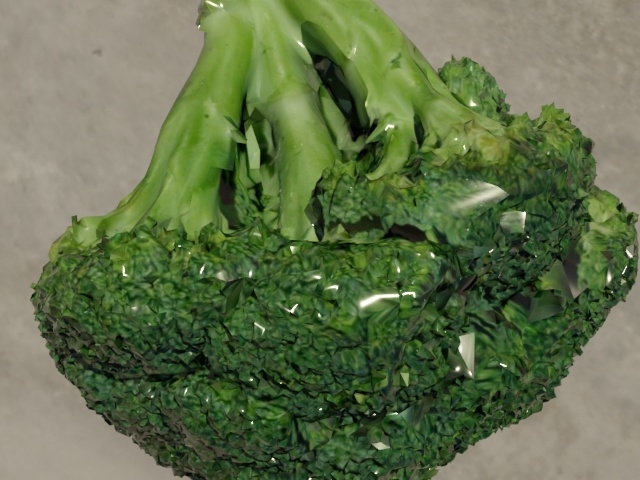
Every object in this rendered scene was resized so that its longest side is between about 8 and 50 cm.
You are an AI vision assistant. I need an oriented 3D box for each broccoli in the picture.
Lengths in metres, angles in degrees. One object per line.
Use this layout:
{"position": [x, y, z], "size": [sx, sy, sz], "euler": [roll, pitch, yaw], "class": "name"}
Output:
{"position": [0.000, 0.000, 0.585], "size": [0.308, 0.275, 0.308], "euler": [-14, 163, -4], "class": "broccoli"}
